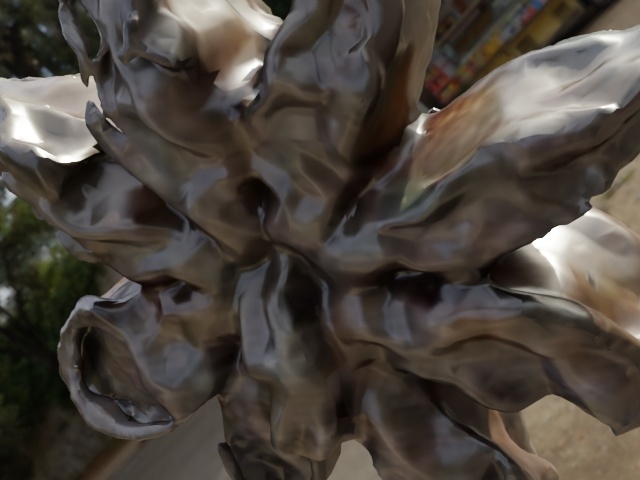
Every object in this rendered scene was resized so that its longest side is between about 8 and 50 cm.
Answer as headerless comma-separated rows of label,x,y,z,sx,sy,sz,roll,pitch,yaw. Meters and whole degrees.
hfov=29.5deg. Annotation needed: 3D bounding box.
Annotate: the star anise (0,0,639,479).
star anise,0.002,0.000,0.468,0.331,0.332,0.117,-47,8,38
